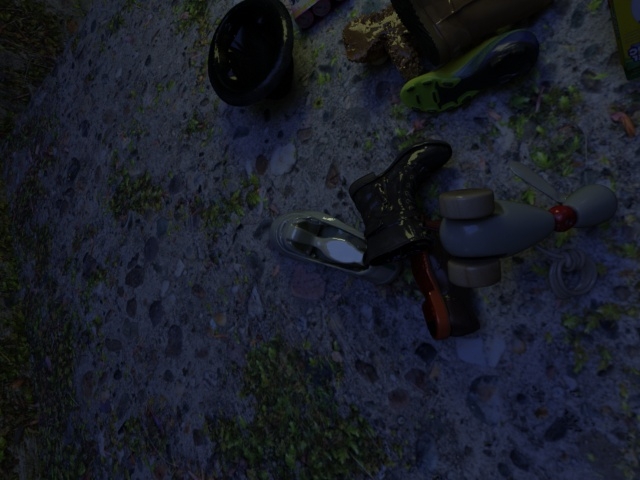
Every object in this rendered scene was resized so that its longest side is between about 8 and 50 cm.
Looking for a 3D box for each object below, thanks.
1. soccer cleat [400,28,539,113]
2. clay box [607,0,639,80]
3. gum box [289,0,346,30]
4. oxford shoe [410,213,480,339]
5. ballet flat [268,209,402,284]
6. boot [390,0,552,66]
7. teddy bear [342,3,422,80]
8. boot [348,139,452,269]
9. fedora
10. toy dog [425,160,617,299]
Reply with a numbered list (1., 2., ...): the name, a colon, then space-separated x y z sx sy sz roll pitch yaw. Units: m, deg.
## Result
1. soccer cleat: 0.315 -0.363 0.890 0.289 0.093 0.121 -12 43 35
2. clay box: 0.553 -0.386 0.666 0.128 0.053 0.222 -18 113 31
3. gum box: -0.004 -0.702 1.171 0.188 0.062 0.107 -24 67 27
4. oxford shoe: 0.248 0.065 0.840 0.099 0.097 0.271 -6 65 -3
5. ballet flat: 0.000 0.000 0.974 0.400 0.139 0.139 18 90 35
6. boot: 0.297 -0.514 0.835 0.270 0.089 0.236 -32 95 -1
7. teddy bear: 0.224 -0.498 0.966 0.338 0.113 0.245 -27 73 17
8. boot: 0.184 -0.070 0.841 0.263 0.091 0.229 -30 46 16
9. fedora: -0.172 -0.522 1.186 0.334 0.153 0.333 -5 80 31
10. toy dog: 0.324 -0.030 0.717 0.161 0.334 0.220 -143 63 -67
